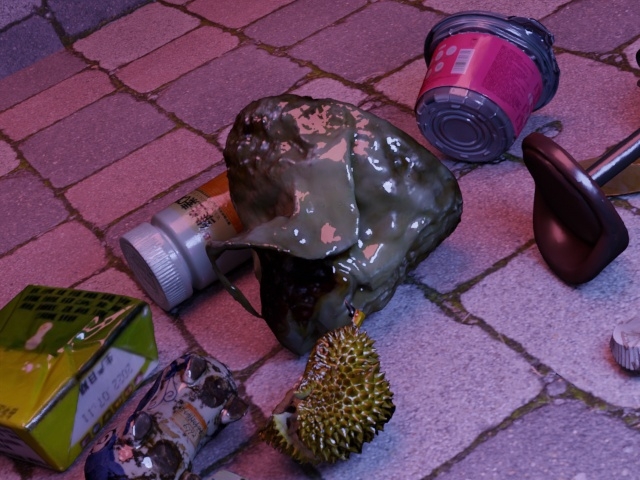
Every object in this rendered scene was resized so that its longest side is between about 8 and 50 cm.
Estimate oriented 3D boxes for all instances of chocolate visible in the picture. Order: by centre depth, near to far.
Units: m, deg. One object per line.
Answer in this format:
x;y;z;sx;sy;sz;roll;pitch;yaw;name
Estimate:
-0.443;0.214;1.650;0.300;0.137;0.289;4;39;36;chocolate

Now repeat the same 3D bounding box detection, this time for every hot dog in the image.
0.472;0.125;1.333;0.192;0.053;0.099;-12;34;8;hot dog

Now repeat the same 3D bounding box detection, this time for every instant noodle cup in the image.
0.280;-0.260;1.862;0.258;0.302;0.182;29;61;-2;instant noodle cup

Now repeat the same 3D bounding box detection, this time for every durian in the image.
0.031;0.202;1.381;0.137;0.193;0.237;32;61;2;durian

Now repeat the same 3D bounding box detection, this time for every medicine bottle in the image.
-0.182;-0.024;1.832;0.318;0.158;0.158;-33;34;-20;medicine bottle

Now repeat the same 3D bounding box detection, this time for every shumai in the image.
0.000;0.000;1.597;0.395;0.395;0.348;4;61;34;shumai

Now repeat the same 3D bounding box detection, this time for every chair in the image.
0.457;-0.136;1.484;0.401;0.226;0.226;-39;33;1;chair

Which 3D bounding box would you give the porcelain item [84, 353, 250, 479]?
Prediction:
-0.227;0.271;1.417;0.186;0.138;0.288;-29;17;38;porcelain item

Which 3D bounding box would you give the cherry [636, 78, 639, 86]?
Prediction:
0.647;-0.257;1.684;0.249;0.192;0.175;-9;69;7;cherry

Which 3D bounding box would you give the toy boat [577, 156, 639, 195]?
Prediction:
0.480;-0.111;1.674;0.206;0.064;0.072;-1;23;29;toy boat

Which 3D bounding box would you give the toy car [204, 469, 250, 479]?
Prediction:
-0.091;0.349;1.299;0.224;0.076;0.090;17;49;44;toy car
